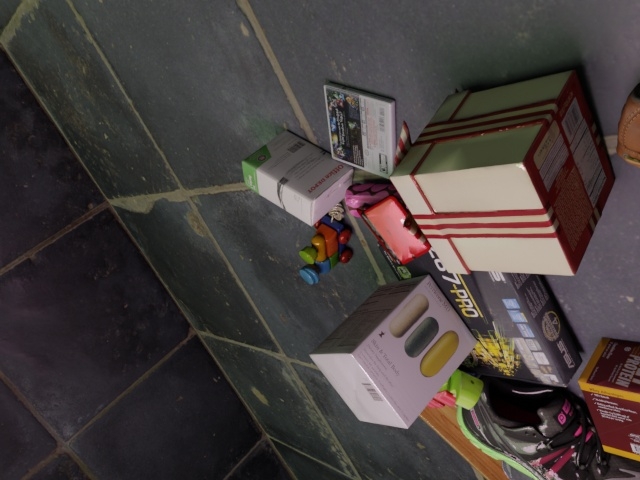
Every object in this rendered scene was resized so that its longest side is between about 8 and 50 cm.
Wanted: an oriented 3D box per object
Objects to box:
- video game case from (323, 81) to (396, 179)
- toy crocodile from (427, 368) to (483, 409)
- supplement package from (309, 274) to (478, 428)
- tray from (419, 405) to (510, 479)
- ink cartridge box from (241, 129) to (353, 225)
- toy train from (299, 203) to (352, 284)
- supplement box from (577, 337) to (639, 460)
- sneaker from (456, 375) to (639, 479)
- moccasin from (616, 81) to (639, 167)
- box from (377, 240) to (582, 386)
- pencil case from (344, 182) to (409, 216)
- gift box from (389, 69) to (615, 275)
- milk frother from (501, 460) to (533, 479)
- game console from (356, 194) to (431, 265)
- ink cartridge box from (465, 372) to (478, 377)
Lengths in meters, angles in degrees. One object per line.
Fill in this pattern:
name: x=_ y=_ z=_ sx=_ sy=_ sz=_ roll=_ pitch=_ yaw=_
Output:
video game case: x=0.088 y=-0.237 z=1.181 sx=0.173 sy=0.022 sz=0.190 roll=25 pitch=143 yaw=32
toy crocodile: x=0.265 y=0.361 z=1.321 sx=0.115 sy=0.105 sz=0.341 roll=32 pitch=151 yaw=-18
supplement package: x=0.161 y=0.241 z=1.206 sx=0.199 sy=0.263 sz=0.198 roll=53 pitch=152 yaw=-7
tray: x=0.448 y=0.556 z=1.558 sx=0.411 sy=0.076 sz=0.202 roll=41 pitch=147 yaw=9
ink cartridge box: x=-0.053 y=-0.153 z=1.309 sx=0.220 sy=0.160 sz=0.092 roll=33 pitch=147 yaw=24
toy train: x=0.000 y=0.000 z=1.410 sx=0.105 sy=0.143 sz=0.248 roll=30 pitch=150 yaw=26
supplement box: x=0.625 y=0.308 z=1.018 sx=0.191 sy=0.129 sz=0.194 roll=0 pitch=124 yaw=51
sneaker: x=0.545 y=0.455 z=1.223 sx=0.483 sy=0.185 sz=0.202 roll=20 pitch=128 yaw=23
moccasin: x=0.559 y=-0.087 z=0.662 sx=0.380 sy=0.139 sz=0.146 roll=24 pitch=142 yaw=34
box: x=0.340 y=0.128 z=1.196 sx=0.318 sy=0.097 sz=0.394 roll=-10 pitch=115 yaw=55
pencil case: x=0.146 y=-0.088 z=1.199 sx=0.209 sy=0.098 sz=0.095 roll=4 pitch=107 yaw=48
gift box: x=0.277 y=-0.118 z=0.870 sx=0.258 sy=0.255 sz=0.276 roll=-1 pitch=129 yaw=49
milk frother: x=0.554 y=0.545 z=1.345 sx=0.129 sy=0.135 sz=0.143 roll=52 pitch=133 yaw=24
game console: x=0.154 y=-0.027 z=1.159 sx=0.124 sy=0.085 sz=0.144 roll=-32 pitch=102 yaw=30
ink cartridge box: x=0.310 y=0.315 z=1.438 sx=0.207 sy=0.097 sz=0.046 roll=44 pitch=147 yaw=8
